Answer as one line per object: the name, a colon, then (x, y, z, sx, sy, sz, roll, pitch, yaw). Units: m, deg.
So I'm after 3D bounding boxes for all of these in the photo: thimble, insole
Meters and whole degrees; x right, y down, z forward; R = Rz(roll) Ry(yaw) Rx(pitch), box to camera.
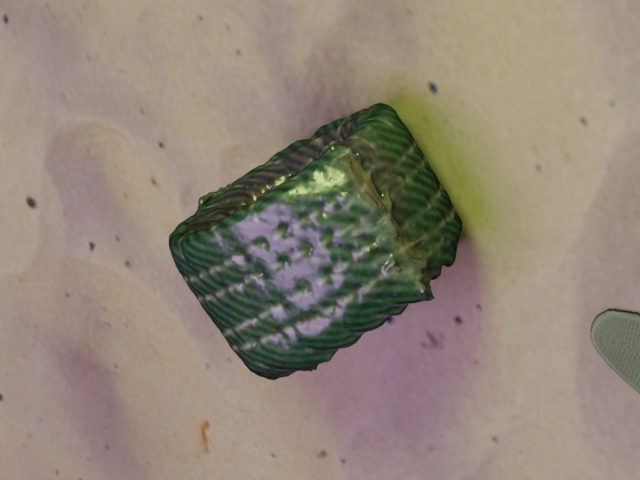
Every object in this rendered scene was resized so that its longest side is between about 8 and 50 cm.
thimble: (-0.001, 0.000, 0.898, 0.135, 0.118, 0.090, -28, 101, 33)
insole: (0.189, 0.077, 0.853, 0.153, 0.002, 0.053, 35, 138, 22)
